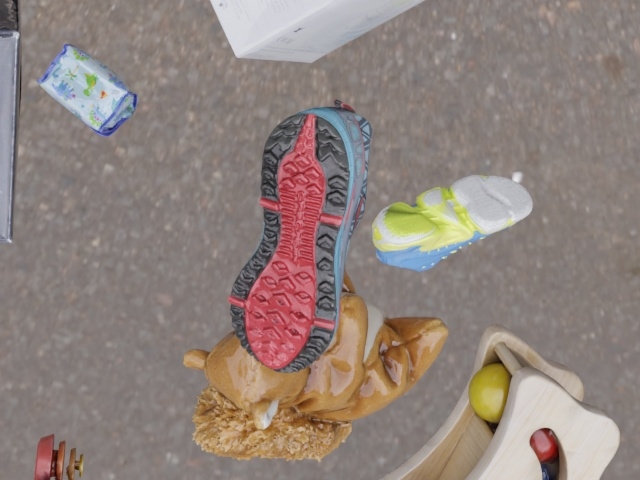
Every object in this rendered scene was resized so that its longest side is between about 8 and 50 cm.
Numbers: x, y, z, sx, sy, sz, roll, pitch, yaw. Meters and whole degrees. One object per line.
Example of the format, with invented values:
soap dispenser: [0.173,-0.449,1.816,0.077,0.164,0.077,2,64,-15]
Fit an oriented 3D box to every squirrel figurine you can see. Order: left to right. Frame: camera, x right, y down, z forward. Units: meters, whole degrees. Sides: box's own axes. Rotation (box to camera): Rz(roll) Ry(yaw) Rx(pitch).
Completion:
squirrel figurine: [-0.053,0.233,2.105,0.281,0.370,0.397,39,118,23]

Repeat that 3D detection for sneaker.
sneaker: [0.000,0.000,1.167,0.104,0.125,0.262,24,118,17]
sneaker: [0.181,-0.022,1.848,0.240,0.091,0.126,-10,153,-15]

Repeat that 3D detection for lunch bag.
lunch bag: [-0.352,-0.232,1.983,0.129,0.151,0.096,39,97,-3]

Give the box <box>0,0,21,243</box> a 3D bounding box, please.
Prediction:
box: [-0.300,-0.131,0.973,0.143,0.270,0.165,1,119,-14]

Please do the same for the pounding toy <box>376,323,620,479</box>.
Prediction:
pounding toy: [0.100,0.184,0.992,0.154,0.155,0.269,12,111,-20]

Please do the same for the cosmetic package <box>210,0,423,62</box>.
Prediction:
cosmetic package: [0.014,-0.311,1.462,0.225,0.224,0.138,-27,86,22]

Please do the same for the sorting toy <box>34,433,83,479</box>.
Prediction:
sorting toy: [-0.210,0.206,1.034,0.042,0.102,0.061,6,163,-10]
